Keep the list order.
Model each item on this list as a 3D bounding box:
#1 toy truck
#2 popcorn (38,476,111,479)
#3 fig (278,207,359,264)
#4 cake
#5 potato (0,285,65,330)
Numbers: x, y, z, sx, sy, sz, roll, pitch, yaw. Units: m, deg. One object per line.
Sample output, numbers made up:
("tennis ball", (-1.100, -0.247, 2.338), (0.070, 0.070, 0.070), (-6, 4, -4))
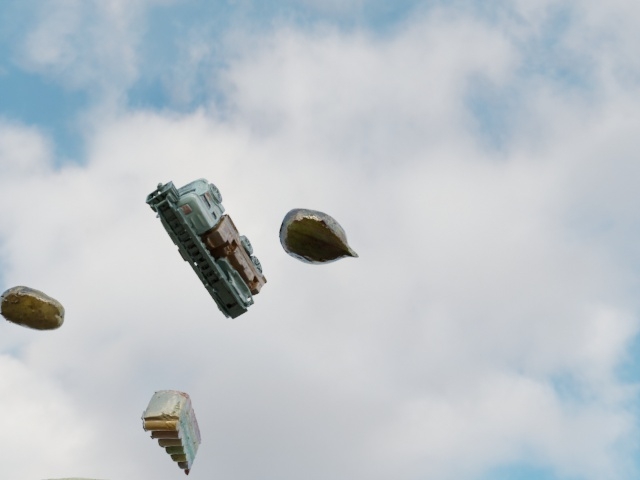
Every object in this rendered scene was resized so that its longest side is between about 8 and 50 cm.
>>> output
("toy truck", (-0.259, 0.007, 1.344), (0.133, 0.184, 0.338), (-26, -73, 10))
("popcorn", (-0.138, 0.179, 0.307), (0.116, 0.106, 0.121), (44, -109, 2))
("fig", (0.000, 0.000, 1.079), (0.155, 0.109, 0.103), (25, -72, 31))
("cake", (-0.340, 0.472, 1.467), (0.090, 0.109, 0.225), (-15, -57, 15))
("potato", (-0.359, 0.085, 0.738), (0.083, 0.040, 0.051), (20, -66, -3))
